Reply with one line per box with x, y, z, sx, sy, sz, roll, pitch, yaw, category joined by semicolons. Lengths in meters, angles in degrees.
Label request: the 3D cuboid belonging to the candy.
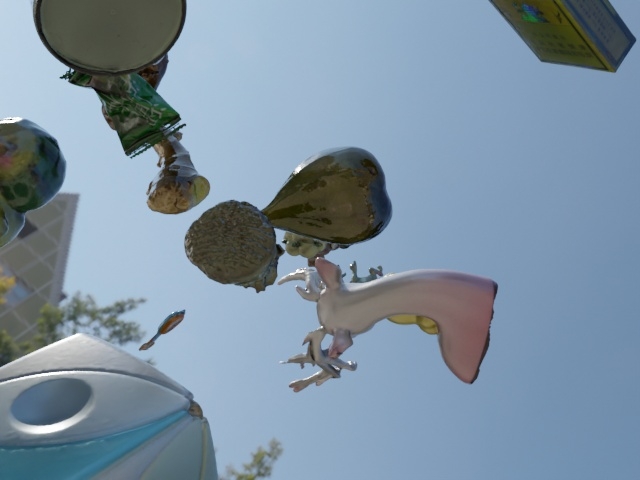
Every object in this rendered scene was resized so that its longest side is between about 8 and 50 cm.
-0.348;-0.257;1.452;0.141;0.078;0.203;-24;-70;41;candy

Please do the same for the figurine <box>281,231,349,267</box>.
0.000;0.001;1.566;0.147;0.197;0.093;-5;-105;31;figurine

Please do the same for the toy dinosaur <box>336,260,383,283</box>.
0.078;0.127;1.573;0.053;0.242;0.167;-18;-57;26;toy dinosaur

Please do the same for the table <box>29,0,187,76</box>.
-0.207;-0.260;0.731;0.126;0.127;0.220;106;-32;-42;table

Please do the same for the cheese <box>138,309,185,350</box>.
-0.270;0.153;1.391;0.111;0.047;0.017;-43;-109;16;cheese

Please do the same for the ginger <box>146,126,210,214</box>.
-0.320;-0.153;1.691;0.086;0.131;0.294;76;-12;-48;ginger

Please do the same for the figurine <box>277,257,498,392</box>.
0.080;0.134;1.241;0.316;0.206;0.284;10;-18;0;figurine

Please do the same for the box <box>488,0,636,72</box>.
0.299;-0.315;1.068;0.220;0.064;0.141;33;-1;-35;box

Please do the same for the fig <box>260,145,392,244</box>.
0.010;-0.038;1.044;0.127;0.185;0.132;34;-34;26;fig

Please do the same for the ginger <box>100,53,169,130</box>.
-0.408;-0.338;1.766;0.309;0.107;0.133;-57;-144;39;ginger

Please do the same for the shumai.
-0.092;0.015;0.960;0.124;0.099;0.087;38;-9;33;shumai

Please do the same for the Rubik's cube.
-0.392;0.395;1.287;0.352;0.352;0.347;24;-52;38;Rubik's cube

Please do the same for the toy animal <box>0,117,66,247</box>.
-0.629;-0.082;1.508;0.216;0.338;0.191;38;-20;23;toy animal

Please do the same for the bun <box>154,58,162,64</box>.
-0.336;-0.397;1.473;0.173;0.114;0.166;-47;-139;46;bun
